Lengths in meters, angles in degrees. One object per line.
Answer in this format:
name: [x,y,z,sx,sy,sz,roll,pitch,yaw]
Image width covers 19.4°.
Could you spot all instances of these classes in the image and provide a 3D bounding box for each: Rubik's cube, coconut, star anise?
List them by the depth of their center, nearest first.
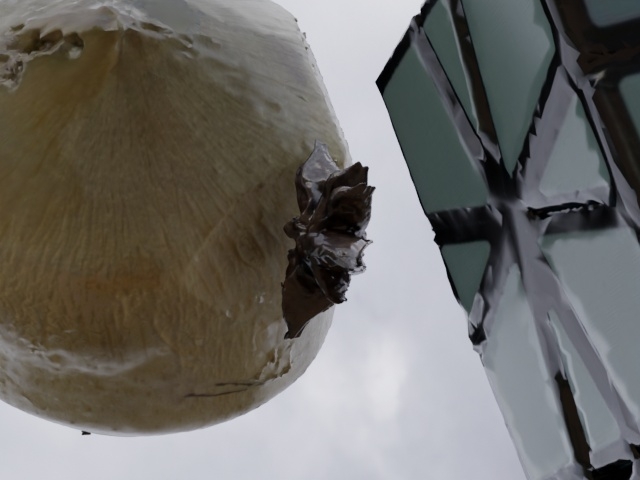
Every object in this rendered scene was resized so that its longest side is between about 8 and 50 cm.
Rubik's cube: [0.225,-0.043,0.965,0.283,0.288,0.293,-19,-100,-17]
star anise: [0.002,-0.011,1.232,0.056,0.129,0.124,13,-32,-19]
coconut: [-0.142,-0.047,1.386,0.346,0.346,0.360,2,-42,-3]
